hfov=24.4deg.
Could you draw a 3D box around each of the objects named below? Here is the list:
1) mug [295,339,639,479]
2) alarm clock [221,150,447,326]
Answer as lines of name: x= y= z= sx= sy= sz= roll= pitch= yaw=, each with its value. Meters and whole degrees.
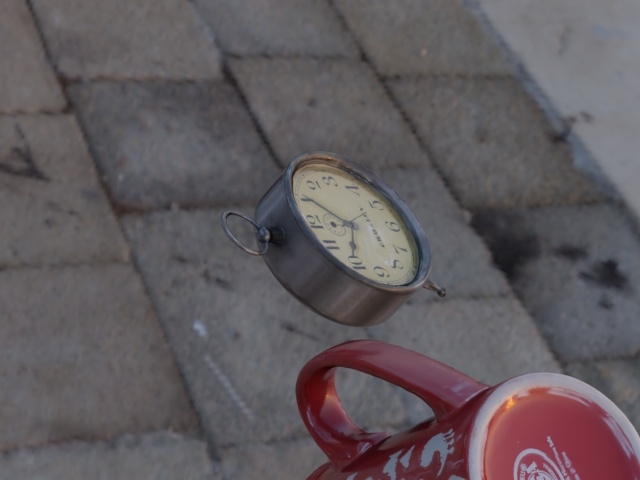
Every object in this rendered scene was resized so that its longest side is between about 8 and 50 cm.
mug: x=0.051 y=0.118 z=0.668 sx=0.150 sy=0.169 sz=0.113 roll=35 pitch=58 yaw=-8
alarm clock: x=0.000 y=0.000 z=1.055 sx=0.192 sy=0.064 sz=0.129 roll=7 pitch=47 yaw=-47
